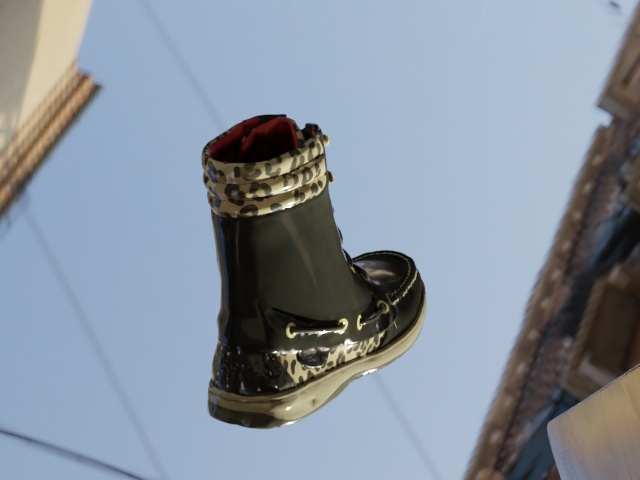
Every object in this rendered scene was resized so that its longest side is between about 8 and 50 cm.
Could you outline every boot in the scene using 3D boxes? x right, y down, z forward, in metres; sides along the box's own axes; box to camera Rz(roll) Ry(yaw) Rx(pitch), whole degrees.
[{"bbox_3d":[0.001,0.001,1.025,0.085,0.179,0.236,8,-157,28],"label":"boot"}]

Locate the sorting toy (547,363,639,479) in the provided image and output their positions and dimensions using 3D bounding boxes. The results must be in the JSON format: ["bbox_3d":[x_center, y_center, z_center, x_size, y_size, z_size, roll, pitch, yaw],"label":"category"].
[{"bbox_3d":[0.225,0.192,0.824,0.089,0.255,0.257,-13,-103,-8],"label":"sorting toy"}]
